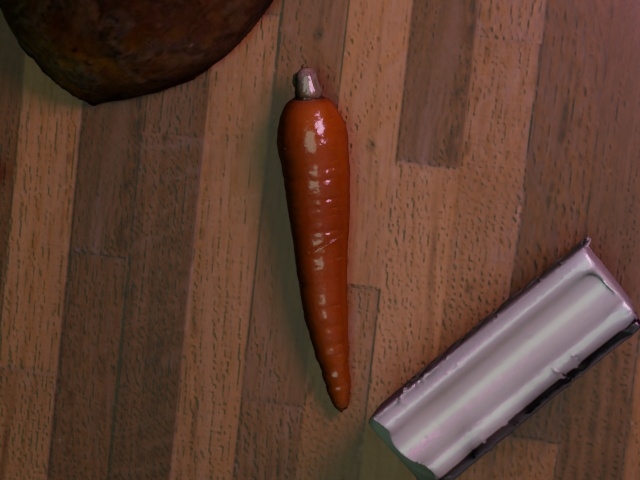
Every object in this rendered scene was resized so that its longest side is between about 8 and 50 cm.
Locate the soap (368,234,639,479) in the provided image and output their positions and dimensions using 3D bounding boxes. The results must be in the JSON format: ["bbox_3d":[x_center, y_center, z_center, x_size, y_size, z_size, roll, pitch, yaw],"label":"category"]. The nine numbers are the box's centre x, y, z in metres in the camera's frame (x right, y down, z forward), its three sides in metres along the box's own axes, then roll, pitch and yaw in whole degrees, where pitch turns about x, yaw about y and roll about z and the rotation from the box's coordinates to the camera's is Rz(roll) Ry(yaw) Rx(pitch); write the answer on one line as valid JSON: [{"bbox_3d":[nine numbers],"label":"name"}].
[{"bbox_3d":[0.169,0.108,1.508,0.261,0.150,0.094,-41,91,9],"label":"soap"}]

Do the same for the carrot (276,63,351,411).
[{"bbox_3d":[0.000,0.000,1.575,0.069,0.069,0.336,-3,101,9],"label":"carrot"}]

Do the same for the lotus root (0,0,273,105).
[{"bbox_3d":[-0.155,-0.261,1.531,0.210,0.142,0.314,42,100,2],"label":"lotus root"}]
